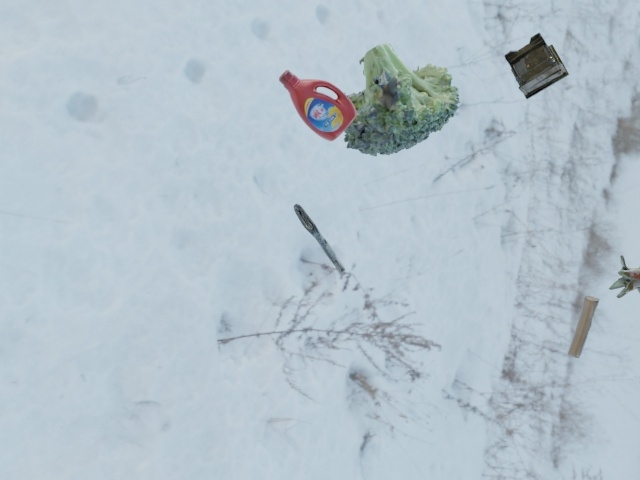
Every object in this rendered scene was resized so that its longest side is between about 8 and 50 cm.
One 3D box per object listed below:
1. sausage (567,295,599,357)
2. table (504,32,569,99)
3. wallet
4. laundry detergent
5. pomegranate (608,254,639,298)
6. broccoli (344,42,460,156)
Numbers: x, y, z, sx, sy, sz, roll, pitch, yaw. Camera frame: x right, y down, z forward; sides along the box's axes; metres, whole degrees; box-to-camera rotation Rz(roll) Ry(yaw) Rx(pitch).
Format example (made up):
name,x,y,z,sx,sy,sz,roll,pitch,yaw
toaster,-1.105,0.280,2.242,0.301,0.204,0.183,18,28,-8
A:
name,x,y,z,sx,sy,sz,roll,pitch,yaw
sausage,0.469,0.156,0.994,0.026,0.026,0.116,-3,110,-46
table,0.389,-0.317,1.011,0.082,0.083,0.070,3,63,-56
wallet,0.000,0.000,1.012,0.082,0.018,0.156,54,0,44
laundry detergent,-0.010,-0.281,1.113,0.165,0.097,0.049,40,9,-20
pomegranate,0.789,0.086,1.316,0.131,0.191,0.152,-91,169,-49
broccoli,0.201,-0.385,1.490,0.280,0.348,0.293,62,-1,-2
